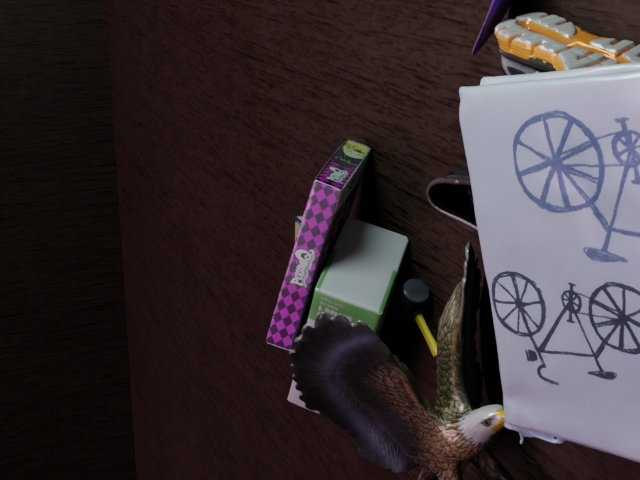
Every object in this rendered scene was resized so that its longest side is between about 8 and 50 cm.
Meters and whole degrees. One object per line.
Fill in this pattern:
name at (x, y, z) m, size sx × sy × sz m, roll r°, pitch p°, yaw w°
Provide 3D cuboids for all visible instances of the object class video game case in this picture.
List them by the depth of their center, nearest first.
video game case at (0.000, 0.000, 1.167) m, size 0.210 × 0.042 × 0.232 m, roll -55°, pitch -16°, yaw -67°

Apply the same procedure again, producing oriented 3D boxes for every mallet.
mallet at (0.147, 0.133, 1.100) m, size 0.189 × 0.039 × 0.062 m, roll 60°, pitch 153°, yaw 31°

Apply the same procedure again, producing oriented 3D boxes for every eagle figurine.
eagle figurine at (0.128, 0.178, 0.952) m, size 0.225 × 0.226 × 0.298 m, roll -30°, pitch 86°, yaw 26°

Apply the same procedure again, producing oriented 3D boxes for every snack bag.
snack bag at (0.254, 0.031, 0.692) m, size 0.323 × 0.037 × 0.342 m, roll 5°, pitch 110°, yaw 52°

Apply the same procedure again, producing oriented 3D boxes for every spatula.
spatula at (0.220, -0.281, 0.783) m, size 0.030 × 0.084 × 0.296 m, roll 41°, pitch 142°, yaw -1°

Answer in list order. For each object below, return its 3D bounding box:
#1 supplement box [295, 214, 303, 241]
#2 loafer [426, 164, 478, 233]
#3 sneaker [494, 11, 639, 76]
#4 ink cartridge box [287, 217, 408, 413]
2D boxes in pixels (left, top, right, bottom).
supplement box at (0.002, 0.010, 1.339) m, size 0.083 × 0.056 × 0.083 m, roll 37°, pitch 131°, yaw 57°
loafer at (0.212, -0.009, 0.832) m, size 0.302 × 0.095 × 0.109 m, roll 34°, pitch 129°, yaw 58°
sneaker at (0.234, -0.134, 0.781) m, size 0.215 × 0.084 × 0.083 m, roll -127°, pitch 23°, yaw -51°
ink cartridge box at (0.035, 0.108, 1.173) m, size 0.160 × 0.092 × 0.219 m, roll -64°, pitch -9°, yaw -50°
